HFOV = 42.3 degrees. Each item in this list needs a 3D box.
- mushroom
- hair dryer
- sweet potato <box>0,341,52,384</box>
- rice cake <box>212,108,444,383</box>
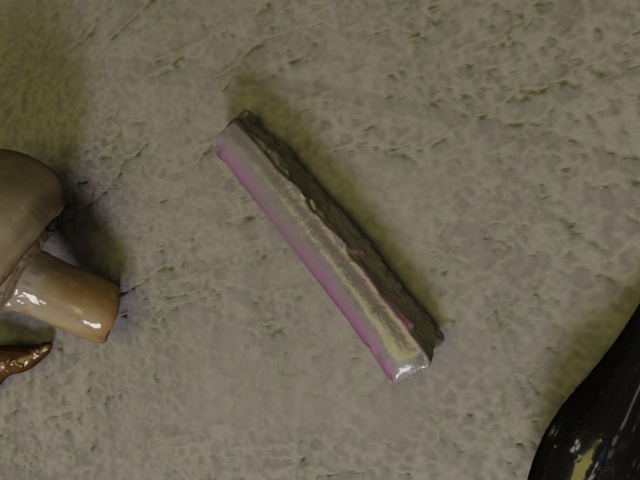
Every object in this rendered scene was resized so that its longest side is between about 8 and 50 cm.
[{"bbox_3d":[-0.285,0.027,0.755,0.215,0.207,0.207,28,104,-11],"label":"mushroom"},{"bbox_3d":[0.264,0.159,0.553,0.219,0.075,0.196,29,93,13],"label":"hair dryer"},{"bbox_3d":[-0.368,0.147,0.845,0.226,0.068,0.068,-26,79,23],"label":"sweet potato"},{"bbox_3d":[0.000,0.000,0.676,0.270,0.049,0.055,52,124,15],"label":"rice cake"}]
